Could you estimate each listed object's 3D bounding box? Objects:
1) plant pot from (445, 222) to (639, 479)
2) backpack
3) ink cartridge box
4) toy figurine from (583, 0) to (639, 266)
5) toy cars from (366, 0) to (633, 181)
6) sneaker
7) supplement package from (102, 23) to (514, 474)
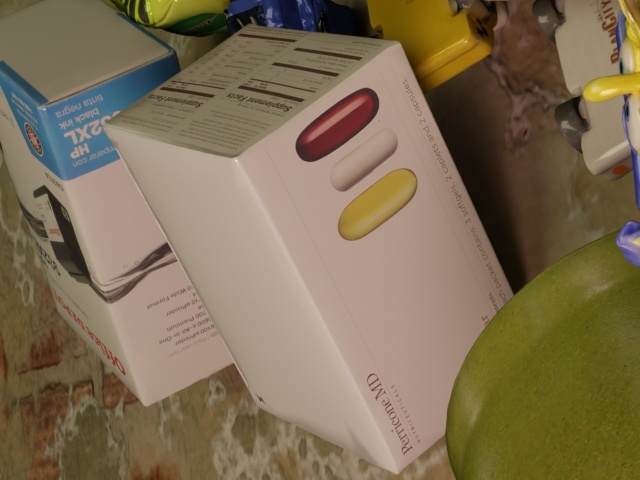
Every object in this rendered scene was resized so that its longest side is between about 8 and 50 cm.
[{"bbox_3d":[0.223,0.177,0.790,0.353,0.366,0.366,-112,37,-51],"label":"plant pot"},{"bbox_3d":[-0.020,-0.140,1.368,0.101,0.098,0.120,-13,76,37],"label":"backpack"},{"bbox_3d":[-0.186,-0.041,1.477,0.223,0.129,0.307,36,147,53],"label":"ink cartridge box"},{"bbox_3d":[0.216,-0.062,0.783,0.217,0.191,0.362,93,172,-70],"label":"toy figurine"},{"bbox_3d":[0.144,-0.142,1.117,0.394,0.087,0.176,27,84,52],"label":"toy cars"},{"bbox_3d":[-0.123,-0.237,1.522,0.295,0.124,0.109,-118,47,-65],"label":"sneaker"},{"bbox_3d":[0.000,0.000,1.175,0.204,0.145,0.262,17,140,57],"label":"supplement package"}]
